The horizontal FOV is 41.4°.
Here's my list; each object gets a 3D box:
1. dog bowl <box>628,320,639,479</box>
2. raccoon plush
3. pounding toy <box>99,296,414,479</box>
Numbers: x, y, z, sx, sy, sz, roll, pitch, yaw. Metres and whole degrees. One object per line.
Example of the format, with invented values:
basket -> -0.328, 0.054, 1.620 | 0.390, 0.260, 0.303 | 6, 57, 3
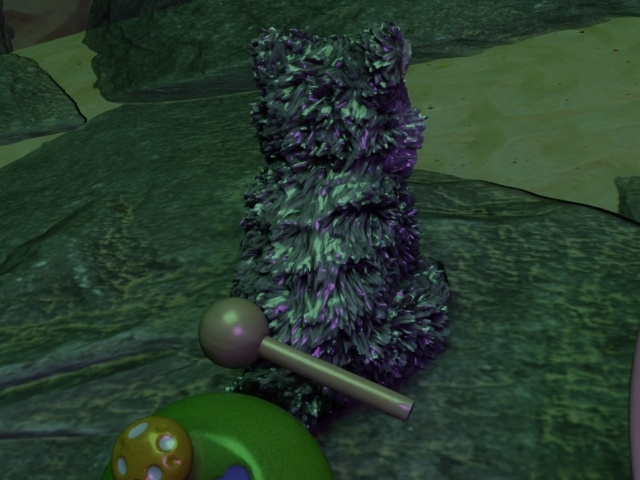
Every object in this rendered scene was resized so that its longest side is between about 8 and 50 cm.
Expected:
dog bowl -> 0.301, 0.080, 0.368 | 0.150, 0.408, 0.408 | 11, 26, -17
raccoon plush -> 0.000, 0.000, 0.724 | 0.216, 0.299, 0.446 | -3, 31, 10
pounding toy -> -0.072, 0.156, 0.554 | 0.183, 0.110, 0.237 | 26, 76, 24
